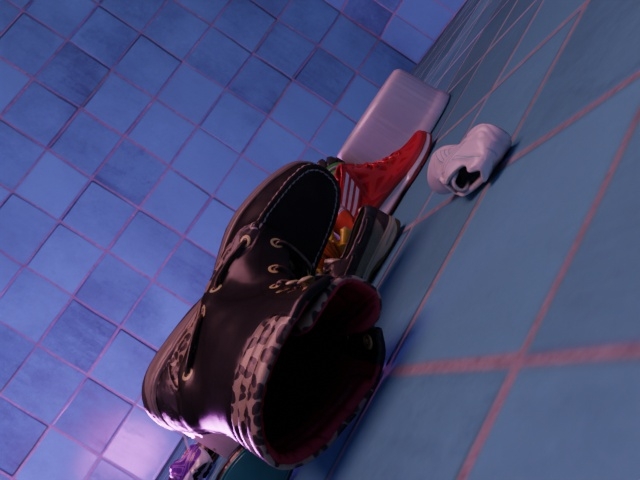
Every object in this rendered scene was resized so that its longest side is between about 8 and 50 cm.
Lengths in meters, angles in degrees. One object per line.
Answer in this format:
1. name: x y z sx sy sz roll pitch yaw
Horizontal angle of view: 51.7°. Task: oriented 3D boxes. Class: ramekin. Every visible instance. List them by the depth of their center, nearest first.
1. ramekin: 0.154 -0.247 1.483 0.277 0.135 0.277 -57 4 6

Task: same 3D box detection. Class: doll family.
1. doll family: -0.015 0.048 1.117 0.118 0.163 0.263 -9 -38 -49

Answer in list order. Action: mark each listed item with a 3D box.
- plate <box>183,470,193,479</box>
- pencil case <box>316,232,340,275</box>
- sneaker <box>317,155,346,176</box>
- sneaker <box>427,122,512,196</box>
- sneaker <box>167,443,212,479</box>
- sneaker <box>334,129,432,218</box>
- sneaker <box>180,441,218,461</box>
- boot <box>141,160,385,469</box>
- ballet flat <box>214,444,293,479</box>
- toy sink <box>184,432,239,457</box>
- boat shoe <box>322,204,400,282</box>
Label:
1. plate: -0.308 0.581 1.167 0.277 0.045 0.278 -56 4 0
2. pencil case: 0.030 0.019 1.271 0.088 0.086 0.206 1 53 44
3. sneaker: 0.000 0.000 1.420 0.146 0.134 0.343 38 115 45
4. sneaker: 0.153 -0.077 0.740 0.061 0.054 0.152 -61 6 -18
5. sneaker: -0.288 0.490 1.349 0.170 0.071 0.068 -52 -33 1
6. sneaker: 0.107 -0.136 1.211 0.221 0.128 0.087 -58 4 -18
7. sneaker: -0.248 0.453 1.385 0.158 0.061 0.065 -58 10 -4
8. boot: -0.032 0.060 0.731 0.377 0.138 0.284 -56 24 -20
9. ballet flat: -0.093 0.288 0.718 0.203 0.074 0.074 -60 4 -9
10. toy sink: -0.179 0.271 1.289 0.131 0.153 0.234 -54 6 42
11. boat shoe: 0.037 0.048 0.987 0.223 0.073 0.080 -58 7 -10
